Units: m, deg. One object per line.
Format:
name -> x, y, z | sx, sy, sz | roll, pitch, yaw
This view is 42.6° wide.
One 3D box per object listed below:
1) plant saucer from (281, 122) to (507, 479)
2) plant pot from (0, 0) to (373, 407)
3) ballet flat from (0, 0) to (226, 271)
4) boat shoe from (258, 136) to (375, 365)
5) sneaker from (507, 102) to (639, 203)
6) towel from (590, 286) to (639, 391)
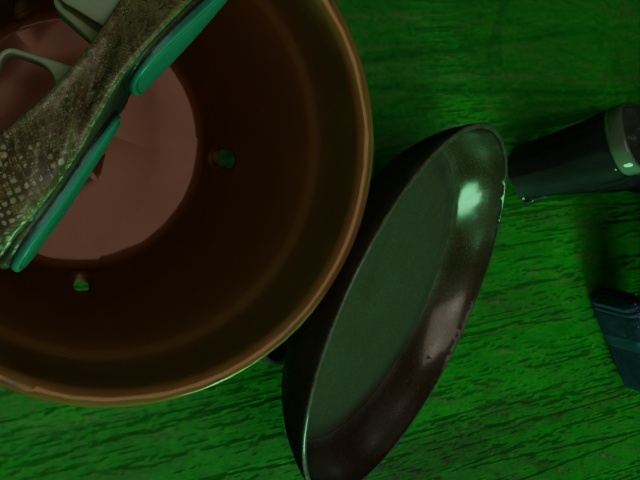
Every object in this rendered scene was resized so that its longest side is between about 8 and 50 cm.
plant saucer -> 0.058, 0.050, 0.647 | 0.310, 0.050, 0.311 | -45, 149, -37
plant pot -> -0.141, -0.062, 0.528 | 0.290, 0.203, 0.291 | -4, 98, -26
ballet flat -> -0.112, -0.082, 0.391 | 0.067, 0.073, 0.206 | 37, 77, -10
boat shoe -> 0.000, 0.000, 0.674 | 0.083, 0.075, 0.226 | 21, 87, -27
sneaker -> 0.270, -0.082, 0.801 | 0.222, 0.118, 0.083 | 3, 76, -53
towel -> 0.325, 0.104, 0.849 | 0.029, 0.067, 0.120 | -32, 109, -17
